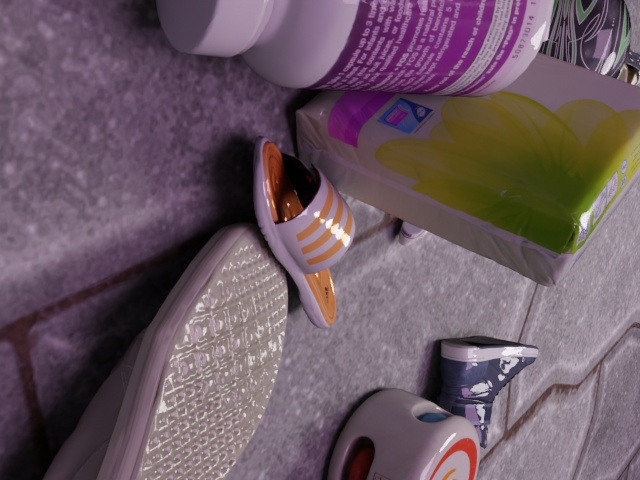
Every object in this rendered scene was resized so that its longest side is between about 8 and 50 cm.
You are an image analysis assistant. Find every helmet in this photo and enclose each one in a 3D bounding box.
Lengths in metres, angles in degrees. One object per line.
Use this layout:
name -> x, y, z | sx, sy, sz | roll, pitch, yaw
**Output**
helmet -> 0.332, -0.268, 1.086 | 0.161, 0.170, 0.169 | -51, 143, -51

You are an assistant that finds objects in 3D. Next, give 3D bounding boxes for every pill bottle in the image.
pill bottle -> 0.029, -0.205, 0.661 | 0.302, 0.169, 0.169 | -4, 109, -33

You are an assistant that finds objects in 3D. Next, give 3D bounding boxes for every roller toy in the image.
roller toy -> 0.114, 0.304, 1.062 | 0.209, 0.146, 0.191 | -46, 137, -31

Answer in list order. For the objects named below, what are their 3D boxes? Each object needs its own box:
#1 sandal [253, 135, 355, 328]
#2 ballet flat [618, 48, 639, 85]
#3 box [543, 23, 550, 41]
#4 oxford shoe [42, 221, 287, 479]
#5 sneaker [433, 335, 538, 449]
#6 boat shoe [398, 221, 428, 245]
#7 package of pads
sandal -> 0.000, -0.008, 0.804 | 0.265, 0.076, 0.101 | 66, 18, -50
ballet flat -> 0.509, -0.298, 1.389 | 0.203, 0.074, 0.074 | 12, 96, -48
box -> 0.201, -0.333, 0.919 | 0.103, 0.114, 0.203 | -17, 120, -47
oxford shoe -> -0.147, 0.166, 0.682 | 0.169, 0.130, 0.449 | 55, 46, -43
sneaker -> 0.253, 0.232, 1.255 | 0.226, 0.086, 0.163 | 4, 91, -44
boat shoe -> 0.132, -0.025, 1.041 | 0.100, 0.035, 0.035 | -43, 163, -40
package of pads -> 0.159, -0.104, 0.809 | 0.229, 0.297, 0.101 | -43, 148, -34
